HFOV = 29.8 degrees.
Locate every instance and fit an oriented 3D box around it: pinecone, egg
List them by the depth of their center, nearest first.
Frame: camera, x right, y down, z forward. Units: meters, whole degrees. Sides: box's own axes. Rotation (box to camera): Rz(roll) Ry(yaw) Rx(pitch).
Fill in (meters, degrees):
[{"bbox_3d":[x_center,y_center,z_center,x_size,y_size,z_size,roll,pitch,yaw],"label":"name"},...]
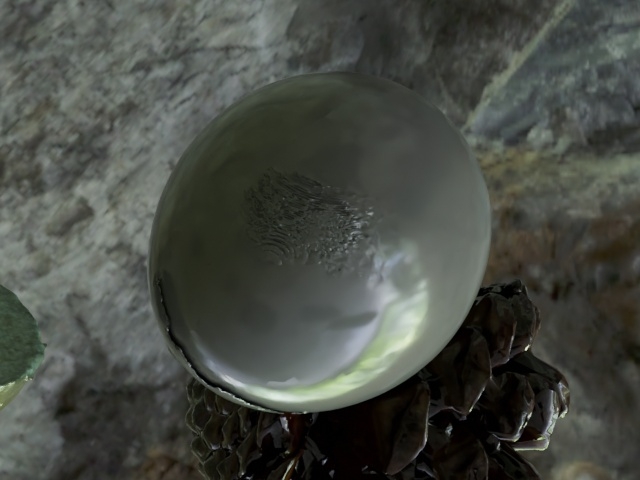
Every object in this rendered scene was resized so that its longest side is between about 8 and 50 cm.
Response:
[{"bbox_3d":[0.000,0.000,0.542,0.146,0.198,0.146,12,-63,24],"label":"egg"},{"bbox_3d":[0.036,0.112,0.826,0.242,0.296,0.298,14,-92,47],"label":"pinecone"}]

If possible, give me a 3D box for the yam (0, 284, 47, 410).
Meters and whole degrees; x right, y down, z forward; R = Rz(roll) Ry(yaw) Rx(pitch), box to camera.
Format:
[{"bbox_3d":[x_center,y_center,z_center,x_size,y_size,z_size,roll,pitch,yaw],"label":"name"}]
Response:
[{"bbox_3d":[-0.232,0.088,0.588,0.194,0.107,0.107,-41,-75,19],"label":"yam"}]
